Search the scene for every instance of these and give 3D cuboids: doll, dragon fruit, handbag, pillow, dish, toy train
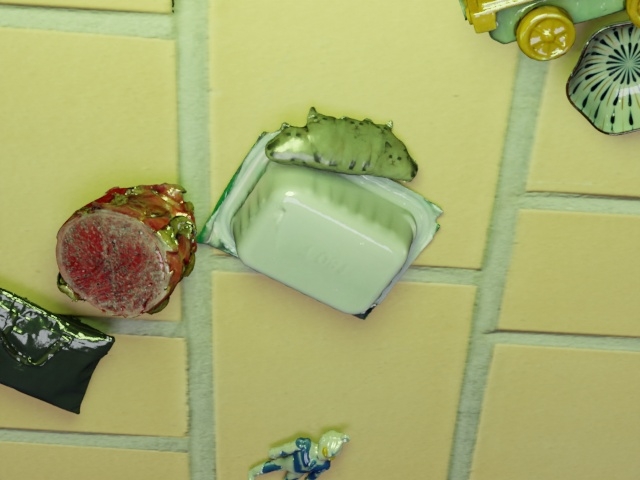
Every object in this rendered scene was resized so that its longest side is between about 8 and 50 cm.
[{"bbox_3d":[-0.034,0.418,1.913,0.114,0.057,0.227,41,118,-19],"label":"doll"},{"bbox_3d":[-0.285,0.009,1.592,0.282,0.147,0.211,-24,106,25],"label":"dragon fruit"},{"bbox_3d":[-0.503,0.189,1.753,0.254,0.089,0.211,26,123,-11],"label":"handbag"},{"bbox_3d":[0.037,-0.146,1.512,0.241,0.051,0.093,8,92,-14],"label":"pillow"},{"bbox_3d":[0.441,-0.246,1.437,0.190,0.066,0.191,1,126,1],"label":"dish"},{"bbox_3d":[0.350,-0.383,1.285,0.368,0.163,0.232,-14,125,12],"label":"toy train"}]

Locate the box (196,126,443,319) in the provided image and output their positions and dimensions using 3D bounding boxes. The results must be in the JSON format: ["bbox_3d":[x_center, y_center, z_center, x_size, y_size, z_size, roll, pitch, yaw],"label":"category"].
[{"bbox_3d":[0.000,0.000,1.596,0.336,0.106,0.264,27,121,-15],"label":"box"}]
